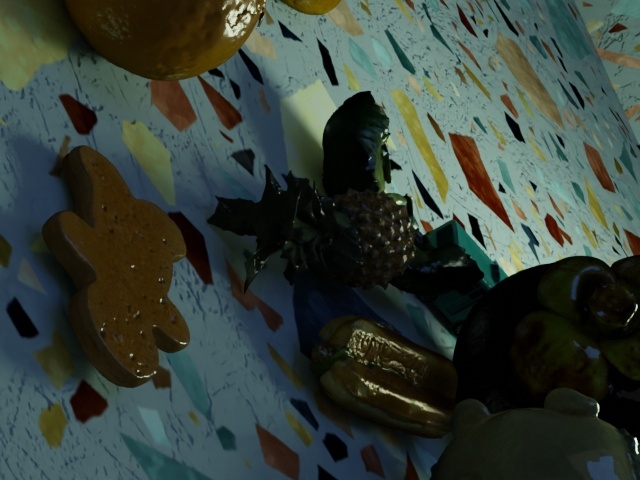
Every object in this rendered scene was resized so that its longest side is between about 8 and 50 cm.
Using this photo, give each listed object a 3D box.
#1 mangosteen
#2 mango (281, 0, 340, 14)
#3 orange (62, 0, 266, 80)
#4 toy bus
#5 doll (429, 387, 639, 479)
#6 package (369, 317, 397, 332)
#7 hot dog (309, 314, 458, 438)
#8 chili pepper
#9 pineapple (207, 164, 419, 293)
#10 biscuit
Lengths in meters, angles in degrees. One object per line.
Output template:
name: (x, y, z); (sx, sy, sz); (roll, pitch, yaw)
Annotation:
mangosteen: (0.306, 0.145, 1.798); (0.297, 0.313, 0.297); (27, 16, -8)
mango: (-0.025, -0.348, 2.011); (0.115, 0.089, 0.165); (62, 25, 10)
orange: (-0.154, -0.260, 1.483); (0.219, 0.193, 0.219); (30, 36, -25)
toy bus: (0.183, 0.057, 1.935); (0.160, 0.091, 0.079); (46, 26, -30)
doll: (0.209, 0.317, 1.493); (0.247, 0.247, 0.350); (38, 45, -42)
package: (0.076, 0.114, 1.717); (0.059, 0.029, 0.083); (63, 16, 19)
hot dog: (0.061, 0.141, 1.600); (0.250, 0.076, 0.104); (23, 61, -51)
chili pepper: (0.067, -0.045, 1.819); (0.148, 0.116, 0.265); (-4, 65, -53)
pineapple: (0.000, 0.000, 1.600); (0.277, 0.119, 0.130); (9, 97, -61)
biscuit: (-0.171, 0.029, 1.285); (0.165, 0.036, 0.250); (44, 23, -31)
